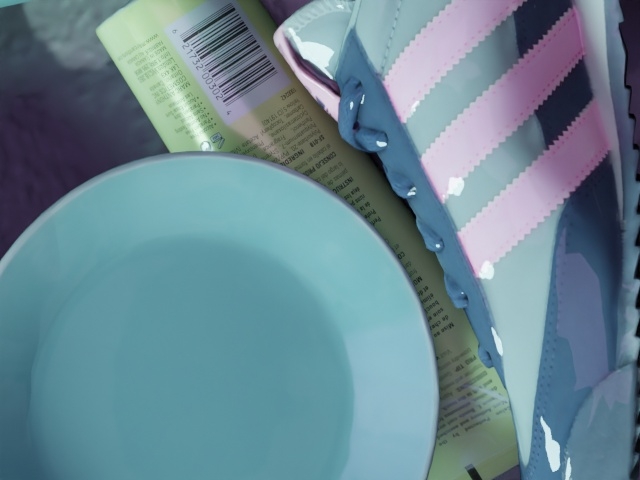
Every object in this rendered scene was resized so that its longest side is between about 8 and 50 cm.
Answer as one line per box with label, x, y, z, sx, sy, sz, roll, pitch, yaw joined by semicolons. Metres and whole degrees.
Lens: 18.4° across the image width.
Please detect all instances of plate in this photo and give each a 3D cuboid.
plate;-0.045;0.061;0.736;0.188;0.024;0.188;0;91;-19

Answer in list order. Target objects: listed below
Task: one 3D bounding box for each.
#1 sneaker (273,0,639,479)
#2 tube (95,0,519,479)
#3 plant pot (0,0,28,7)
sneaker;0.052;-0.042;0.744;0.131;0.112;0.319;-6;86;5
tube;0.000;0.000;0.785;0.240;0.062;0.070;56;143;-5
plant pot;-0.230;-0.191;0.648;0.334;0.341;0.341;-7;94;-2
